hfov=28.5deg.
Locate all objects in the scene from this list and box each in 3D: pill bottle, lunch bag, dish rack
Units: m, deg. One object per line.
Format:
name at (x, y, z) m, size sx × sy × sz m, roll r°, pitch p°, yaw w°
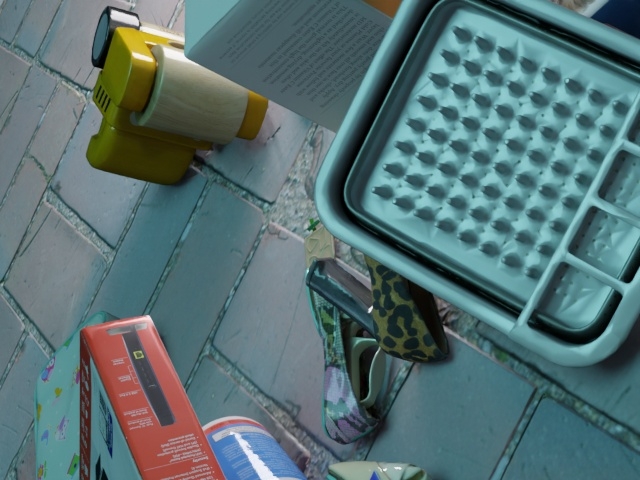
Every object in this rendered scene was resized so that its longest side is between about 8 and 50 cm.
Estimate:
pill bottle at (-0.065, 0.291, 1.355) m, size 0.124 × 0.124 × 0.221 m, roll -62°, pitch 32°, yaw 6°
lunch bag at (-0.314, 0.253, 1.757) m, size 0.224 × 0.107 × 0.279 m, roll -47°, pitch 36°, yaw 32°
dish rack at (0.183, -0.072, 1.158) m, size 0.332 × 0.072 × 0.286 m, roll 30°, pitch 99°, yaw 23°

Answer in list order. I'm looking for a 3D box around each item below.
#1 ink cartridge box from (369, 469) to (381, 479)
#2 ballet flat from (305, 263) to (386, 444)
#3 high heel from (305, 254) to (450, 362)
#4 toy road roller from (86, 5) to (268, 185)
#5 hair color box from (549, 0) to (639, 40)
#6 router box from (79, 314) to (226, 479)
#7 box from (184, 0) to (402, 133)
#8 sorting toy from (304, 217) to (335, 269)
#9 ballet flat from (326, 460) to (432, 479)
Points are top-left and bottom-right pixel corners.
ink cartridge box at (0.045, 0.354, 1.146) m, size 0.206 × 0.045 × 0.208 m, roll 59°, pitch 140°, yaw 45°
ballet flat at (0.035, 0.114, 1.384) m, size 0.079 × 0.077 × 0.222 m, roll -22°, pitch 55°, yaw 25°
high heel at (0.096, -0.011, 1.291) m, size 0.186 × 0.093 × 0.261 m, roll 35°, pitch 120°, yaw 30°
toy road roller at (-0.232, -0.183, 1.842) m, size 0.329 × 0.202 × 0.241 m, roll 49°, pitch 124°, yaw 60°
hair color box at (0.347, -0.317, 1.120) m, size 0.347 × 0.105 × 0.174 m, roll -44°, pitch 37°, yaw 45°
router box at (-0.183, 0.304, 1.371) m, size 0.301 × 0.082 × 0.336 m, roll -123°, pitch 31°, yaw -42°
box at (0.043, -0.244, 1.331) m, size 0.168 × 0.345 × 0.215 m, roll -37°, pitch 44°, yaw 37°
sorting toy at (0.000, 0.000, 1.550) m, size 0.062 × 0.012 × 0.083 m, roll -40°, pitch 44°, yaw 43°
ballet flat at (0.093, 0.263, 1.202) m, size 0.086 × 0.086 × 0.248 m, roll -62°, pitch 34°, yaw 6°
